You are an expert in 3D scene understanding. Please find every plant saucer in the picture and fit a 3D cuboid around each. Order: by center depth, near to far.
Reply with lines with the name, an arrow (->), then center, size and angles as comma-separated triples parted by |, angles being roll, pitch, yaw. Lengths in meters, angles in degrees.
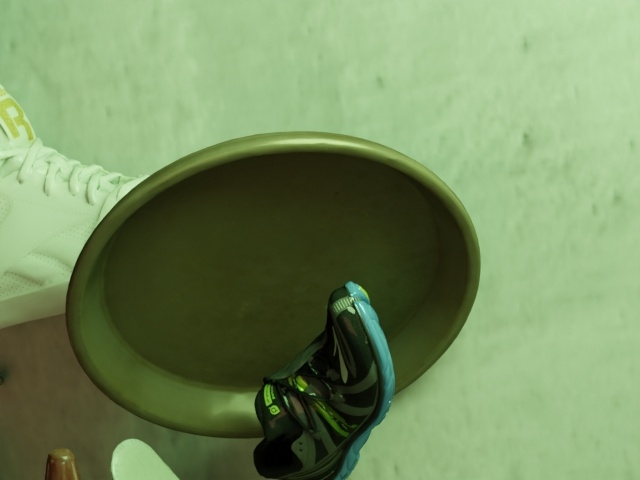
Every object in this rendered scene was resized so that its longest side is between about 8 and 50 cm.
plant saucer -> -0.031, 0.030, 1.010 | 0.278, 0.041, 0.278 | -7, 133, -8

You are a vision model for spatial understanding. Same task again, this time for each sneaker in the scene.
sneaker -> -0.002, 0.105, 1.014 | 0.078, 0.067, 0.188 | -1, 137, -21
sneaker -> -0.191, -0.038, 1.076 | 0.292, 0.108, 0.169 | -15, 99, 17

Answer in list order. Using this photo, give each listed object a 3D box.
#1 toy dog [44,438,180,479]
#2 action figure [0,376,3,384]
toy dog -> -0.106, 0.195, 0.982 | 0.220, 0.333, 0.161 | 15, 101, 14
action figure -> -0.300, 0.264, 1.109 | 0.178, 0.341, 0.330 | -19, 68, 42
